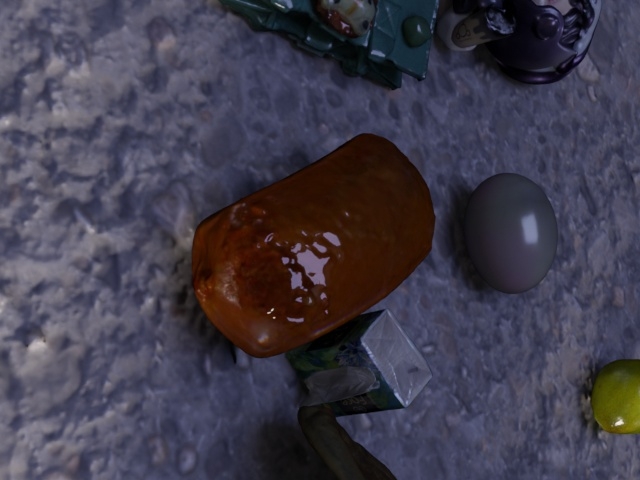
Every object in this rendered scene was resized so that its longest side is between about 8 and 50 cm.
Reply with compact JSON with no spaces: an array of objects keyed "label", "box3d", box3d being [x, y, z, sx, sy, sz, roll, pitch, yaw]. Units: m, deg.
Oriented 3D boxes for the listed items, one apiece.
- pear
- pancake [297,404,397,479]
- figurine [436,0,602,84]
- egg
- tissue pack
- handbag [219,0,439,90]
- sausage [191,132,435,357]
[{"label":"pear","box3d":[0.366,0.189,1.334,0.097,0.092,0.092,-33,102,-25]},{"label":"pancake","box3d":[0.059,0.237,0.981,0.042,0.222,0.236,-36,111,3]},{"label":"figurine","box3d":[0.238,-0.254,1.307,0.222,0.145,0.145,0,79,-32]},{"label":"egg","box3d":[0.211,-0.008,1.229,0.103,0.103,0.135,-3,83,-42]},{"label":"tissue pack","box3d":[0.029,0.123,1.032,0.079,0.111,0.085,-46,109,-38]},{"label":"handbag","box3d":[0.026,-0.324,1.148,0.269,0.100,0.274,24,64,-36]},{"label":"sausage","box3d":[0.001,0.001,1.008,0.268,0.153,0.141,-33,96,-42]}]
